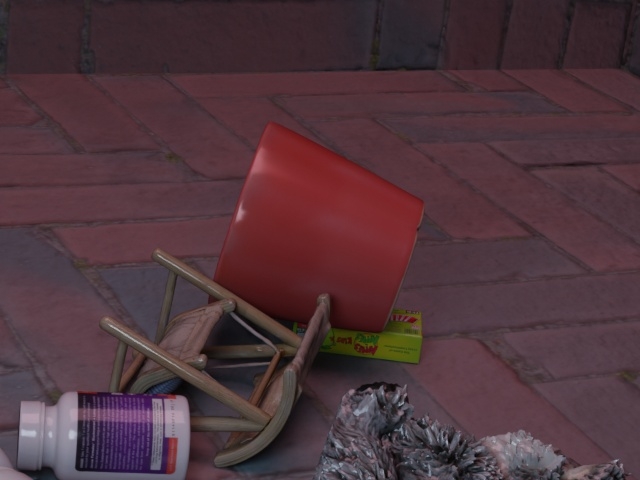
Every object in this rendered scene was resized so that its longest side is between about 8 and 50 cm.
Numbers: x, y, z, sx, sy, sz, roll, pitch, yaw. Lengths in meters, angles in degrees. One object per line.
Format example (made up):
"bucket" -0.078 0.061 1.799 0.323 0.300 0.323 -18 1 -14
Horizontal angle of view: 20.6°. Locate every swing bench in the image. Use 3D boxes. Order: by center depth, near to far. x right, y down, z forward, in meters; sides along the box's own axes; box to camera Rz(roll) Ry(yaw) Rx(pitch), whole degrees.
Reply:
"swing bench" -0.135 0.153 2.212 0.255 0.165 0.253 15 21 6

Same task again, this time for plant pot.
"plant pot" 0.000 0.000 2.420 0.243 0.275 0.275 18 21 -1

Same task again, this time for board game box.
"board game box" 0.052 0.127 2.500 0.181 0.043 0.092 7 21 -1

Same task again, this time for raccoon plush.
"raccoon plush" 0.117 0.336 1.668 0.299 0.216 0.446 17 45 6

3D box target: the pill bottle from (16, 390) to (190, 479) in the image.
"pill bottle" -0.252 0.229 2.037 0.194 0.108 0.108 3 21 -11

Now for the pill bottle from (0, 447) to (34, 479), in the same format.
"pill bottle" -0.434 0.260 1.760 0.361 0.204 0.204 21 25 32
